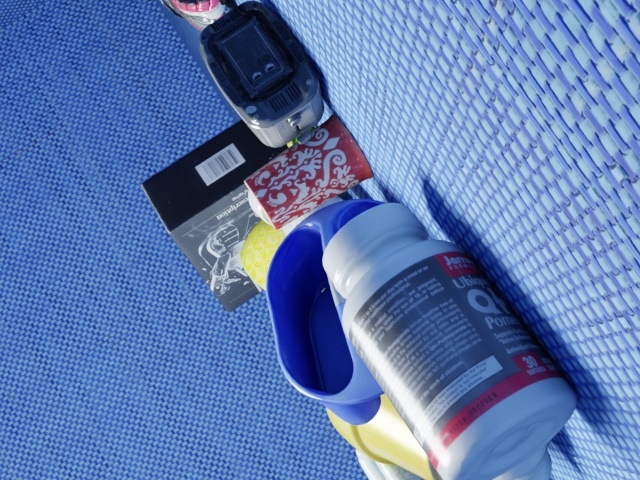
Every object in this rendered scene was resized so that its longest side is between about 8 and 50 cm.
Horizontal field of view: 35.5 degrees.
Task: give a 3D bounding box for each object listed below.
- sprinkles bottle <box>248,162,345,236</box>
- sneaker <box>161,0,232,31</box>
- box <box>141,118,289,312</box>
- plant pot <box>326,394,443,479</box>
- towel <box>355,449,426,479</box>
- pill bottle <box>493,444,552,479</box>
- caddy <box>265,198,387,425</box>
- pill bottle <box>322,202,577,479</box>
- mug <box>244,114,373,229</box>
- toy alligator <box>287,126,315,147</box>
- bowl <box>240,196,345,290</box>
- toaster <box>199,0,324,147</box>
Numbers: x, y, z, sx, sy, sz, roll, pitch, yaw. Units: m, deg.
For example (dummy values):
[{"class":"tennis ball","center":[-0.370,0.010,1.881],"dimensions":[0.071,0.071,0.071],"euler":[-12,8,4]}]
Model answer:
[{"class":"sprinkles bottle","center":[0.004,-0.027,1.761],"dimensions":[0.355,0.121,0.121],"euler":[39,164,49]},{"class":"sneaker","center":[-0.256,-0.470,1.867],"dimensions":[0.299,0.121,0.112],"euler":[53,177,43]},{"class":"box","center":[-0.150,-0.070,2.160],"dimensions":[0.179,0.343,0.312],"euler":[54,176,40]},{"class":"plant pot","center":[0.169,0.260,1.559],"dimensions":[0.239,0.254,0.254],"euler":[35,159,57]},{"class":"towel","center":[0.268,0.470,1.744],"dimensions":[0.321,0.090,0.374],"euler":[-8,-129,-43]},{"class":"pill bottle","center":[0.239,0.253,1.368],"dimensions":[0.229,0.131,0.131],"euler":[60,176,-39]},{"class":"caddy","center":[0.052,0.096,1.445],"dimensions":[0.179,0.241,0.341],"euler":[53,-163,-48]},{"class":"pill bottle","center":[0.135,0.112,1.167],"dimensions":[0.318,0.176,0.176],"euler":[55,176,29]},{"class":"mug","center":[-0.015,-0.088,1.529],"dimensions":[0.113,0.169,0.150],"euler":[54,175,40]},{"class":"toy alligator","center":[-0.006,-0.161,1.809],"dimensions":[0.189,0.056,0.051],"euler":[51,-133,-46]},{"class":"bowl","center":[0.000,0.000,1.977],"dimensions":[0.289,0.290,0.156],"euler":[53,132,48]},{"class":"toaster","center":[-0.086,-0.243,1.473],"dimensions":[0.227,0.129,0.146],"euler":[55,178,17]}]
